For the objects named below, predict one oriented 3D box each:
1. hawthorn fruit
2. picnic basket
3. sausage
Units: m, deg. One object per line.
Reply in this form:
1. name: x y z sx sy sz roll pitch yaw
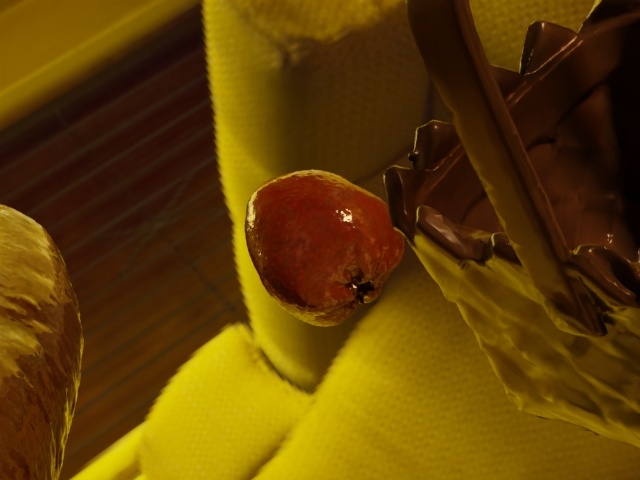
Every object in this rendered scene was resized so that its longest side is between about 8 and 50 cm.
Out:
1. hawthorn fruit: 0.000 0.000 1.161 0.138 0.133 0.132 47 159 21
2. picnic basket: 0.181 -0.058 0.635 0.291 0.254 0.321 9 135 51
3. sausage: -0.192 0.097 0.646 0.136 0.123 0.501 33 -166 -15
